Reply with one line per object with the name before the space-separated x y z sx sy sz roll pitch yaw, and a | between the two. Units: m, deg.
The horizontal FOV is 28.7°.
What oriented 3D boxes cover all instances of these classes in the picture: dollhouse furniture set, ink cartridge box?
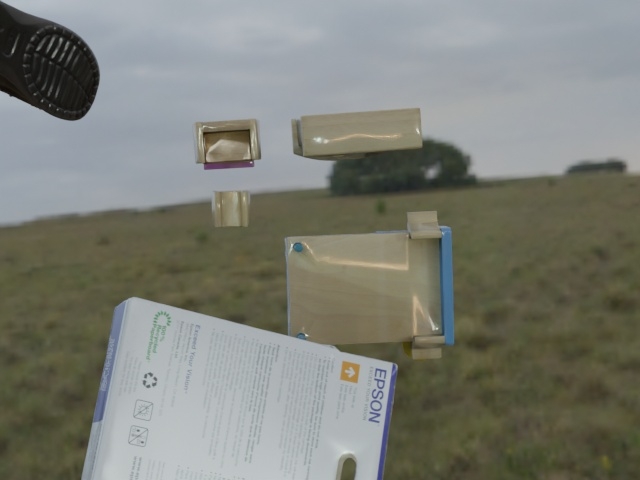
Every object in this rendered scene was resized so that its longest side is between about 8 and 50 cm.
dollhouse furniture set | 0.000 0.000 1.512 0.286 0.303 0.198 -4 4 -4
ink cartridge box | -0.063 0.174 0.922 0.224 0.223 0.045 16 -18 -21

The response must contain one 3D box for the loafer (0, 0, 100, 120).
loafer | -0.489 -0.303 1.947 0.130 0.133 0.366 17 -11 37
